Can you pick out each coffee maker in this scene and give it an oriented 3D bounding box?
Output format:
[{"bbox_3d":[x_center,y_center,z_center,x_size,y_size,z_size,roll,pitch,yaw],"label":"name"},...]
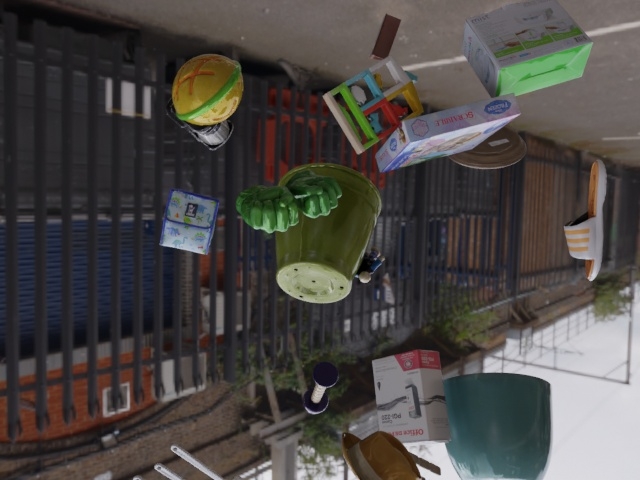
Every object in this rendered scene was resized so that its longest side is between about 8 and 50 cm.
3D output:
[{"bbox_3d":[-0.321,-0.318,1.399,0.171,0.120,0.178,17,176,4],"label":"coffee maker"}]

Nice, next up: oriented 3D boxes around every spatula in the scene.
[{"bbox_3d":[-0.270,0.544,1.210,0.242,0.168,0.019,44,-166,-16],"label":"spatula"}]

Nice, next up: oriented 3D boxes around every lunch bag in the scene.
[{"bbox_3d":[-0.338,-0.052,1.435,0.129,0.151,0.096,13,-159,-11],"label":"lunch bag"}]

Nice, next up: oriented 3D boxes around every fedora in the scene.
[{"bbox_3d":[0.125,0.417,1.025,0.194,0.079,0.194,44,-174,-6],"label":"fedora"}]

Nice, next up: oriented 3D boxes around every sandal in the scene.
[{"bbox_3d":[0.584,-0.045,1.232,0.076,0.265,0.102,2,-176,17],"label":"sandal"}]

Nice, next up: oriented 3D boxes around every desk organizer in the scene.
[{"bbox_3d":[0.196,-0.612,1.677,0.050,0.130,0.047,19,-175,-6],"label":"desk organizer"}]

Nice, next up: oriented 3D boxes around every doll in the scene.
[{"bbox_3d":[0.161,0.082,1.864,0.129,0.046,0.189,-23,-162,23],"label":"doll"}]

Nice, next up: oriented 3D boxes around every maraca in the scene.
[{"bbox_3d":[-0.182,-0.244,0.879,0.127,0.099,0.185,-38,-147,0],"label":"maraca"}]

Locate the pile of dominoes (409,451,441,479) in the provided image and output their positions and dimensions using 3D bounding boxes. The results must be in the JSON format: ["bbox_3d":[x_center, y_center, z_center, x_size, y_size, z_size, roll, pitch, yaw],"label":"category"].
[{"bbox_3d":[0.309,0.793,1.764,0.251,0.195,0.040,34,130,-27],"label":"pile of dominoes"}]

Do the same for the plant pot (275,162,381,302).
[{"bbox_3d":[0.000,0.000,1.809,0.367,0.352,0.366,7,144,5],"label":"plant pot"}]

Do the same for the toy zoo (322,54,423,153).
[{"bbox_3d":[0.171,-0.400,1.580,0.293,0.192,0.030,-35,-171,-20],"label":"toy zoo"}]

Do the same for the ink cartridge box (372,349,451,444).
[{"bbox_3d":[0.222,0.394,1.372,0.092,0.217,0.159,14,152,-41],"label":"ink cartridge box"}]

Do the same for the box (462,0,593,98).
[{"bbox_3d":[0.560,-0.537,1.530,0.262,0.231,0.126,-17,146,-2],"label":"box"}]

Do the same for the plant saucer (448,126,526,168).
[{"bbox_3d":[0.576,-0.339,1.935,0.278,0.041,0.277,-4,-142,3],"label":"plant saucer"}]

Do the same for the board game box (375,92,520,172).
[{"bbox_3d":[0.345,-0.296,1.570,0.318,0.065,0.319,-16,175,-9],"label":"board game box"}]

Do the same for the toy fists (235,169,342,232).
[{"bbox_3d":[-0.073,-0.104,1.420,0.279,0.096,0.142,-21,-135,-31],"label":"toy fists"}]

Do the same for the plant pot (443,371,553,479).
[{"bbox_3d":[0.443,0.489,1.394,0.293,0.235,0.293,4,151,2],"label":"plant pot"}]

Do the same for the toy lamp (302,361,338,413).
[{"bbox_3d":[-0.003,0.432,1.578,0.080,0.080,0.274,0,148,-9],"label":"toy lamp"}]
